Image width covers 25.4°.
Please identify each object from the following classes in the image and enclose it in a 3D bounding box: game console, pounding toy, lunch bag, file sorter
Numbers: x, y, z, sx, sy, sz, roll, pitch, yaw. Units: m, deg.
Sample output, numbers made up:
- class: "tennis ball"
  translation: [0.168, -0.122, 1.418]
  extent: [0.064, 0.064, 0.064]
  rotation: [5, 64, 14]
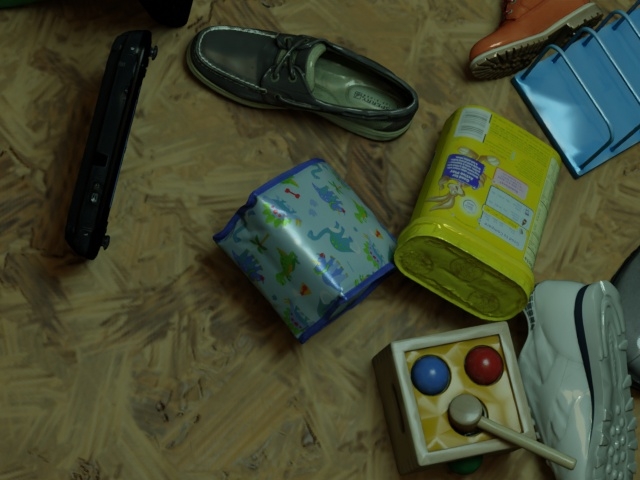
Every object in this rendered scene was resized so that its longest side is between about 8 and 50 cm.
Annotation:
- class: "game console"
  translation: [-0.156, -0.160, 1.238]
  extent: [0.043, 0.213, 0.361]
  rotation: [15, 90, 2]
- class: "pounding toy"
  translation: [0.133, 0.149, 1.245]
  extent: [0.130, 0.100, 0.141]
  rotation: [-9, 76, -14]
- class: "lunch bag"
  translation: [0.000, 0.000, 1.267]
  extent: [0.129, 0.096, 0.151]
  rotation: [49, 42, 5]
- class: "file sorter"
  translation: [0.298, -0.162, 1.370]
  extent: [0.170, 0.104, 0.118]
  rotation: [-29, 82, -19]

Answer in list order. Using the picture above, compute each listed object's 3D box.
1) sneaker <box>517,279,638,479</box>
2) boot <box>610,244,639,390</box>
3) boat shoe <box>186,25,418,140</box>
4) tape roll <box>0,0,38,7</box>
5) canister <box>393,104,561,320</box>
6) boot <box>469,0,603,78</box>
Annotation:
- class: "sneaker"
  translation: [0.226, 0.152, 1.281]
  extent: [0.094, 0.090, 0.235]
  rotation: [-3, 88, 31]
- class: "boot"
  translation: [0.402, -0.013, 1.285]
  extent: [0.118, 0.223, 0.338]
  rotation: [44, 70, 2]
- class: "boat shoe"
  translation: [-0.012, -0.157, 1.319]
  extent: [0.223, 0.073, 0.080]
  rotation: [19, 71, -6]
- class: "tape roll"
  translation: [-0.315, -0.290, 1.162]
  extent: [0.321, 0.321, 0.077]
  rotation: [0, 73, -12]
- class: "canister"
  translation: [0.148, -0.028, 1.291]
  extent: [0.126, 0.073, 0.170]
  rotation: [30, 53, -10]
- class: "boot"
  translation: [0.194, -0.216, 1.392]
  extent: [0.158, 0.059, 0.085]
  rotation: [-29, 79, -27]
